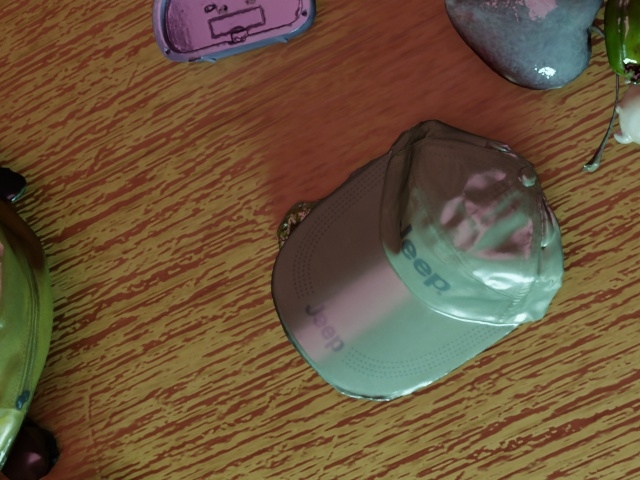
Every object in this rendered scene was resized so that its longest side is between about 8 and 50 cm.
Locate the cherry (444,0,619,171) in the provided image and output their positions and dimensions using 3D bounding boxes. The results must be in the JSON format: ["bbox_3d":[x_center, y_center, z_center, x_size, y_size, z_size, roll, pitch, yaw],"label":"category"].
[{"bbox_3d":[0.177,-0.169,1.398,0.148,0.115,0.188,5,106,-28],"label":"cherry"}]

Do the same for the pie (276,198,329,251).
[{"bbox_3d":[0.000,0.000,1.495,0.084,0.020,0.084,1,93,14],"label":"pie"}]

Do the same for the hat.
[{"bbox_3d":[0.085,0.022,1.411,0.244,0.149,0.214,-39,84,-12],"label":"hat"}]

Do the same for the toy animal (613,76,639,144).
[{"bbox_3d":[0.310,-0.107,1.397,0.114,0.082,0.091,16,129,-1],"label":"toy animal"}]

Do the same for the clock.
[{"bbox_3d":[-0.082,-0.229,1.487,0.152,0.050,0.110,-13,90,13],"label":"clock"}]

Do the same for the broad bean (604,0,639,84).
[{"bbox_3d":[0.291,-0.257,1.371,0.052,0.052,0.256,19,78,4],"label":"broad bean"}]

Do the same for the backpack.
[{"bbox_3d":[-0.402,0.094,1.500,0.353,0.201,0.378,34,102,10],"label":"backpack"}]
